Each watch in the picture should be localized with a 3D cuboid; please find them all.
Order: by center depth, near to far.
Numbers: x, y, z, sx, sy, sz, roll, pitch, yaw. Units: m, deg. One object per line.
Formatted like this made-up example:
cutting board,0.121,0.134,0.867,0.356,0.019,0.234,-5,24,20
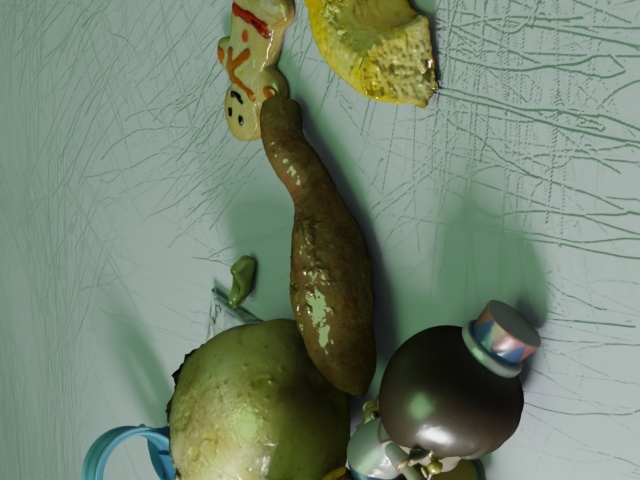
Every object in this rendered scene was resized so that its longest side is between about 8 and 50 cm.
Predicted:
watch,-0.301,0.409,1.740,0.211,0.193,0.211,27,123,52

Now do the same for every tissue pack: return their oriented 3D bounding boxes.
tissue pack,-0.121,0.157,1.528,0.193,0.026,0.123,28,124,49

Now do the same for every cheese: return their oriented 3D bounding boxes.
cheese,-0.116,0.061,1.469,0.030,0.044,0.083,34,128,25

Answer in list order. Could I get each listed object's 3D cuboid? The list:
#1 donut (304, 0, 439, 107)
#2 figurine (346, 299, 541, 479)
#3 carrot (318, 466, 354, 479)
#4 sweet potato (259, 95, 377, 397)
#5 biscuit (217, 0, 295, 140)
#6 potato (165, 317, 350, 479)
donut,0.045,-0.270,1.066,0.152,0.101,0.259,25,126,57
figurine,0.131,0.182,1.059,0.161,0.158,0.275,-77,6,-46
carrot,0.057,0.445,1.150,0.341,0.224,0.224,51,144,1
sweet potato,0.000,0.000,1.223,0.109,0.109,0.385,-28,73,56
biscuit,-0.090,-0.235,1.331,0.153,0.030,0.234,48,138,38
potato,-0.062,0.222,1.306,0.242,0.242,0.285,127,144,-50
